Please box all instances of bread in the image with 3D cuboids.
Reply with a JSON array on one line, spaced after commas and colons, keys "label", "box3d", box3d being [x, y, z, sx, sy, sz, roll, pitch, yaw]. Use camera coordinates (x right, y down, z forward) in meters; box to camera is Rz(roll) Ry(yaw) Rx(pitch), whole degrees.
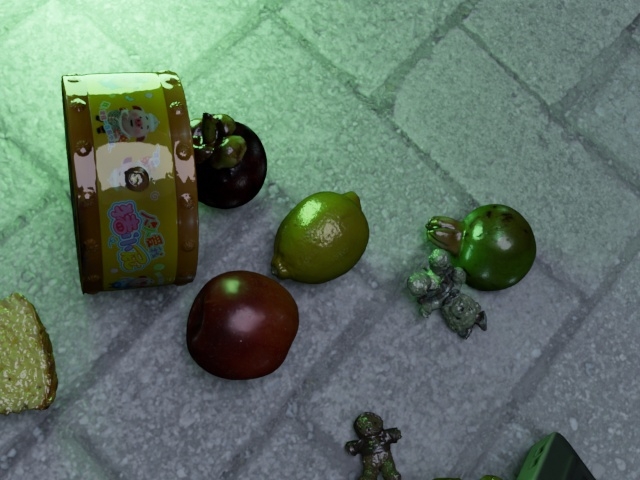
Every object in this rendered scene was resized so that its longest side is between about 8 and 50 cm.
[{"label": "bread", "box3d": [-0.575, 0.221, 1.714, 0.143, 0.139, 0.229, -12, 76, -15]}]

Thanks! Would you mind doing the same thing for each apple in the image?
[{"label": "apple", "box3d": [-0.155, 0.168, 1.798, 0.201, 0.218, 0.218, 20, 69, -15]}]

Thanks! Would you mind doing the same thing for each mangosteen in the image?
[{"label": "mangosteen", "box3d": [-0.207, -0.172, 1.880, 0.194, 0.230, 0.194, -6, 61, 10]}]

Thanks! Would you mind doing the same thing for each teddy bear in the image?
[{"label": "teddy bear", "box3d": [0.113, 0.432, 1.864, 0.119, 0.078, 0.161, -14, 59, 4]}, {"label": "teddy bear", "box3d": [0.268, 0.118, 1.990, 0.133, 0.111, 0.213, -42, 112, -1]}]

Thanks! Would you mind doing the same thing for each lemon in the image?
[{"label": "lemon", "box3d": [0.000, 0.000, 1.906, 0.248, 0.184, 0.184, -44, 87, -11]}]

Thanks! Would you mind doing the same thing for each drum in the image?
[{"label": "drum", "box3d": [-0.362, -0.110, 1.720, 0.214, 0.431, 0.431, -5, 75, -16]}]

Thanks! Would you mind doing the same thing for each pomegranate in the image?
[{"label": "pomegranate", "box3d": [0.368, -0.009, 2.016, 0.241, 0.159, 0.190, 42, 68, 6]}]

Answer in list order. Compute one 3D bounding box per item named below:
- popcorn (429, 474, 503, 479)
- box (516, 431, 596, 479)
[{"label": "popcorn", "box3d": [0.289, 0.569, 1.767, 0.276, 0.276, 0.226, 13, 108, -10]}, {"label": "box", "box3d": [0.527, 0.586, 1.793, 0.367, 0.090, 0.373, 55, 25, 5]}]
